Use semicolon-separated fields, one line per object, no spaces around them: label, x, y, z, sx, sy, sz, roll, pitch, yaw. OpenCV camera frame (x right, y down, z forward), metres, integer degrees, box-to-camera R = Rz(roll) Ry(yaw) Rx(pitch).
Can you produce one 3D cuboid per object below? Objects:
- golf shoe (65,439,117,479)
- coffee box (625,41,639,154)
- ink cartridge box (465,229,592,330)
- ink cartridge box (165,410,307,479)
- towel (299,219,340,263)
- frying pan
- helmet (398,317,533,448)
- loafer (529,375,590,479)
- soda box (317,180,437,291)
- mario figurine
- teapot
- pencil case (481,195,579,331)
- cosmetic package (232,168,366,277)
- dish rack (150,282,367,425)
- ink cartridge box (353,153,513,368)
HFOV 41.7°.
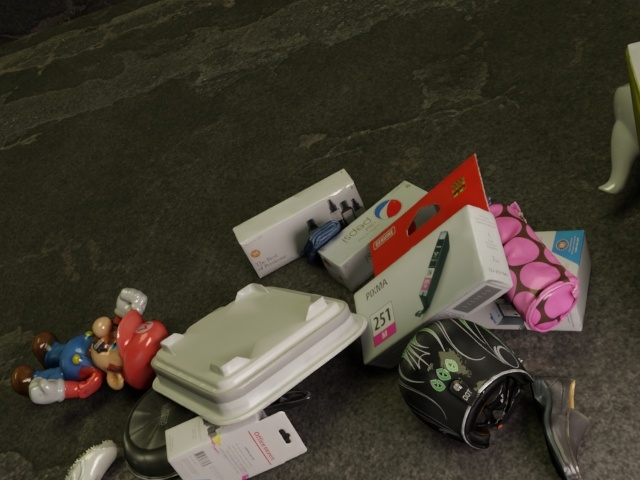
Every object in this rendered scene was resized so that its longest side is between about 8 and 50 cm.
golf shoe;-0.369;0.398;1.316;0.086;0.069;0.176;30;66;26
coffee box;0.590;-0.063;1.046;0.334;0.338;0.338;-12;40;18
ink cartridge box;0.304;0.060;1.282;0.190;0.082;0.140;-3;44;30
ink cartridge box;-0.123;0.296;1.239;0.181;0.104;0.062;-23;36;3
towel;0.000;0.000;1.516;0.067;0.119;0.029;-37;80;-18
frying pan;-0.189;0.294;1.327;0.326;0.053;0.197;0;48;35
helmet;0.185;0.184;1.140;0.169;0.169;0.161;-38;44;-15
loafer;0.316;0.238;1.085;0.061;0.062;0.170;-13;40;9
soda box;0.105;-0.010;1.496;0.216;0.069;0.074;-39;39;-15
mario figurine;-0.411;0.183;1.483;0.320;0.170;0.198;-15;72;28
teapot;0.596;-0.177;1.318;0.252;0.187;0.256;-21;9;-40
pencil case;0.285;0.031;1.190;0.098;0.095;0.209;-29;43;1
cosmetic package;-0.035;-0.031;1.580;0.239;0.099;0.060;-29;37;-2
dish rack;-0.116;0.156;1.329;0.285;0.072;0.332;-34;19;-26
ink cartridge box;0.150;0.028;1.264;0.275;0.060;0.239;-42;44;41
